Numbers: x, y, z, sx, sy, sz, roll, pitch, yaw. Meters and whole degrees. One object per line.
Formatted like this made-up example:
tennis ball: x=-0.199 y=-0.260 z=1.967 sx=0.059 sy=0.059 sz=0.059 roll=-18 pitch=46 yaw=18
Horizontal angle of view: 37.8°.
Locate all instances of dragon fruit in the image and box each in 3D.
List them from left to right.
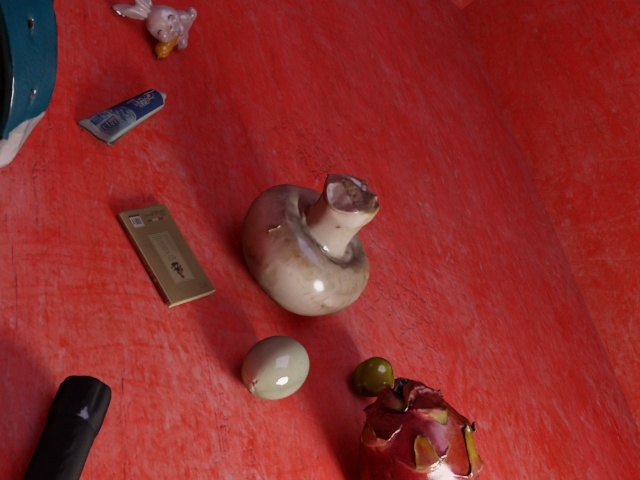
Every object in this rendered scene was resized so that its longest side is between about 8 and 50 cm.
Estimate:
dragon fruit: x=0.184 y=0.425 z=1.785 sx=0.250 sy=0.315 sz=0.250 roll=4 pitch=32 yaw=-3

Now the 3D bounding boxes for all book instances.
book: x=-0.285 y=0.024 z=1.735 sx=0.198 sy=0.016 sz=0.138 roll=59 pitch=29 yaw=9

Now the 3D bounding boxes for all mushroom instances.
mushroom: x=0.000 y=0.000 z=1.899 sx=0.297 sy=0.290 sz=0.297 roll=35 pitch=35 yaw=-29

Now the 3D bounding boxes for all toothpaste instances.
toothpaste: x=-0.380 y=-0.252 z=1.861 sx=0.069 sy=0.047 sz=0.268 roll=62 pitch=31 yaw=-13

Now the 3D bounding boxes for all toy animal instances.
toy animal: x=-0.371 y=-0.486 z=2.097 sx=0.127 sy=0.131 sz=0.182 roll=30 pitch=12 yaw=23

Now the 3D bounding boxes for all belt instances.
belt: x=-0.543 y=-0.305 z=1.330 sx=0.173 sy=0.300 sz=0.436 roll=-64 pitch=154 yaw=-56

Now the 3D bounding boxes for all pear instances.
pear: x=0.111 y=0.292 z=1.977 sx=0.097 sy=0.092 sz=0.092 roll=-28 pitch=82 yaw=-19

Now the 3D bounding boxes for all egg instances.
egg: x=-0.084 y=0.233 z=1.712 sx=0.114 sy=0.114 sz=0.152 roll=57 pitch=34 yaw=4

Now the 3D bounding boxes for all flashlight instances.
flashlight: x=-0.359 y=0.344 z=1.212 sx=0.103 sy=0.103 sz=0.424 roll=42 pitch=30 yaw=-22
